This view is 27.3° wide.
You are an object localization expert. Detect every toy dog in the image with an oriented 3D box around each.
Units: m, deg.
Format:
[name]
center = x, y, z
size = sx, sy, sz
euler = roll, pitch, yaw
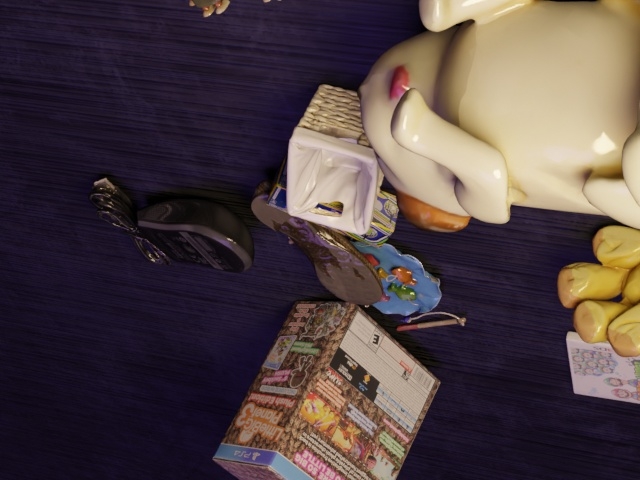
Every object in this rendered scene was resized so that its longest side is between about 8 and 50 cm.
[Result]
[toy dog]
center = 0.225, -0.142, 1.346
size = 0.408, 0.284, 0.395
euler = -2, 174, 40

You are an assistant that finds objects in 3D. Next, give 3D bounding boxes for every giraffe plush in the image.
[giraffe plush]
center = 0.430, 0.077, 1.675
size = 0.210, 0.181, 0.170
euler = -33, 140, 11

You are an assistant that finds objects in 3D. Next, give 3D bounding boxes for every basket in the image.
[basket]
center = 0.026, -0.102, 1.650
size = 0.113, 0.103, 0.167
euler = 16, 147, 7

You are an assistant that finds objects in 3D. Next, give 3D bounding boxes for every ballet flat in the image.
[ballet flat]
center = 0.000, 0.000, 1.843
size = 0.084, 0.058, 0.250
euler = -32, 117, 33

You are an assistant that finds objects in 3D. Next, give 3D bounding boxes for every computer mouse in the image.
[computer mouse]
center = -0.198, -0.023, 1.934
size = 0.272, 0.072, 0.188
euler = 11, 151, 38

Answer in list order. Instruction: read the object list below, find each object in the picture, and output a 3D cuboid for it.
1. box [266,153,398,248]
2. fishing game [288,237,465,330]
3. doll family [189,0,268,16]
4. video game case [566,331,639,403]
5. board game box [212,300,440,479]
[box]
center = 0.018, -0.052, 1.760
size = 0.169, 0.059, 0.054
euler = 21, 148, -8
[fishing game]
center = 0.088, 0.064, 1.926
size = 0.189, 0.041, 0.264
euler = -11, 136, 44
[doll family]
center = -0.116, -0.309, 1.453
size = 0.193, 0.076, 0.111
euler = -9, 134, 31
[video game case]
center = 0.439, 0.191, 1.941
size = 0.143, 0.019, 0.157
euler = 7, 146, 21
[board game box]
center = 0.015, 0.274, 2.028
size = 0.141, 0.291, 0.232
euler = -3, 142, 50
